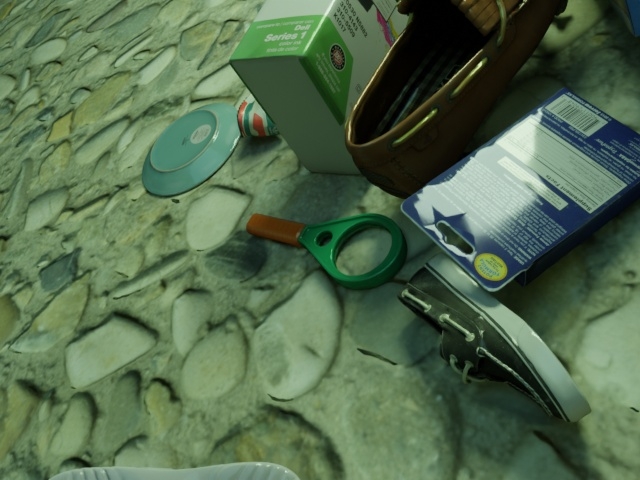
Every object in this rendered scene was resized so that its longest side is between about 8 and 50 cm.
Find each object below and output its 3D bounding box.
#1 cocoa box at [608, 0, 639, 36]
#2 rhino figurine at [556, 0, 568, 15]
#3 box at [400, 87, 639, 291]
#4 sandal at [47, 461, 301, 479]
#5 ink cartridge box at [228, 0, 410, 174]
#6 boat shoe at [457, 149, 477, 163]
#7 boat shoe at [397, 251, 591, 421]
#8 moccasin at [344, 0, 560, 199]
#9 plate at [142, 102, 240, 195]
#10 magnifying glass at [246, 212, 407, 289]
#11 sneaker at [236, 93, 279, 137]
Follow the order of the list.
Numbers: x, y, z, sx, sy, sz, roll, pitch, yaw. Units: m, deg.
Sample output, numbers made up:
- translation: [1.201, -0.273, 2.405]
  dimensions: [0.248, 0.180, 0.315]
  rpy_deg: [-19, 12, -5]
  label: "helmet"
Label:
- translation: [0.367, -0.408, 0.706]
  dimensions: [0.231, 0.228, 0.347]
  rpy_deg: [-19, 33, 20]
  label: "cocoa box"
- translation: [0.185, -0.240, 0.850]
  dimensions: [0.243, 0.073, 0.106]
  rpy_deg: [-47, 48, -6]
  label: "rhino figurine"
- translation: [0.202, -0.048, 0.663]
  dimensions: [0.225, 0.036, 0.136]
  rpy_deg: [-34, 55, -13]
  label: "box"
- translation: [-0.141, 0.269, 0.660]
  dimensions: [0.265, 0.076, 0.102]
  rpy_deg: [-5, 65, 4]
  label: "sandal"
- translation: [0.037, -0.253, 0.863]
  dimensions: [0.117, 0.201, 0.278]
  rpy_deg: [7, 60, 37]
  label: "ink cartridge box"
- translation: [0.160, -0.079, 0.760]
  dimensions: [0.125, 0.038, 0.046]
  rpy_deg: [4, 58, 35]
  label: "boat shoe"
- translation: [0.144, 0.093, 0.610]
  dimensions: [0.070, 0.078, 0.219]
  rpy_deg: [-39, 36, -1]
  label: "boat shoe"
- translation: [0.142, -0.231, 0.732]
  dimensions: [0.139, 0.147, 0.380]
  rpy_deg: [32, 85, 40]
  label: "moccasin"
- translation: [-0.206, -0.150, 1.068]
  dimensions: [0.188, 0.024, 0.188]
  rpy_deg: [-18, 47, 21]
  label: "plate"
- translation: [0.000, 0.000, 0.814]
  dimensions: [0.231, 0.026, 0.092]
  rpy_deg: [15, 65, 38]
  label: "magnifying glass"
- translation: [-0.065, -0.213, 1.014]
  dimensions: [0.075, 0.057, 0.161]
  rpy_deg: [7, 56, 16]
  label: "sneaker"
